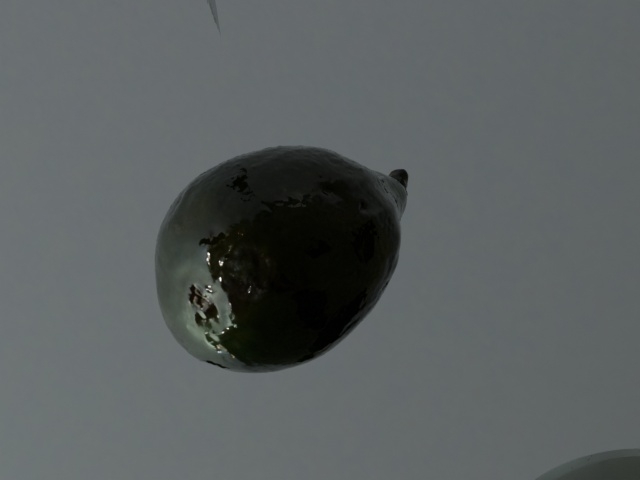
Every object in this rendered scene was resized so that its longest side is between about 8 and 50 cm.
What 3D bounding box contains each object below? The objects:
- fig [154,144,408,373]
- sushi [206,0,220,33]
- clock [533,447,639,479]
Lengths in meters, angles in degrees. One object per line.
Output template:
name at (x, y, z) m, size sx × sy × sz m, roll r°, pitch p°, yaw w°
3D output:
fig at (0.000, 0.000, 0.768) m, size 0.177 × 0.117 × 0.117 m, roll -20°, pitch -44°, yaw -39°
sushi at (-0.119, -0.278, 0.731) m, size 0.050 × 0.290 × 0.264 m, roll -14°, pitch -50°, yaw -8°
clock at (0.204, 0.237, 0.895) m, size 0.230 × 0.230 × 0.083 m, roll -26°, pitch -38°, yaw -22°
